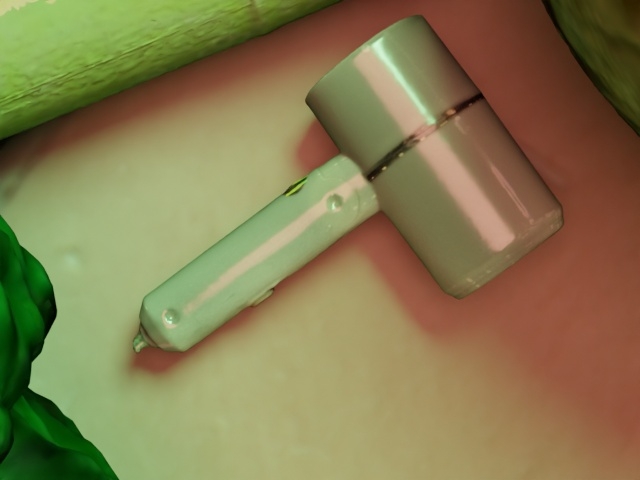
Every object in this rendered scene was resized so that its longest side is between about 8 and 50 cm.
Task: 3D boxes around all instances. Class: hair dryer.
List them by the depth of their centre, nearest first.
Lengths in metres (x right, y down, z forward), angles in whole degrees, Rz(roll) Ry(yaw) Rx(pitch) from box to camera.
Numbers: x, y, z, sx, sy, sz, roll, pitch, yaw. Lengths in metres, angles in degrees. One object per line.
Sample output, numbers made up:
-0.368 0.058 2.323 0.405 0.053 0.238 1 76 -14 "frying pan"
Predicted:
0.000 0.000 0.452 0.137 0.047 0.082 -35 87 4 "hair dryer"

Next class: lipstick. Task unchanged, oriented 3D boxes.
-0.107 -0.066 0.441 0.304 0.076 0.076 -21 86 -2 "lipstick"

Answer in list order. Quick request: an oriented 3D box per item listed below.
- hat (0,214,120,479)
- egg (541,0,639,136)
-0.126 0.128 0.338 0.332 0.242 0.274 42 80 -22 "hat"
0.171 -0.102 0.363 0.238 0.238 0.289 -29 110 -1 "egg"
